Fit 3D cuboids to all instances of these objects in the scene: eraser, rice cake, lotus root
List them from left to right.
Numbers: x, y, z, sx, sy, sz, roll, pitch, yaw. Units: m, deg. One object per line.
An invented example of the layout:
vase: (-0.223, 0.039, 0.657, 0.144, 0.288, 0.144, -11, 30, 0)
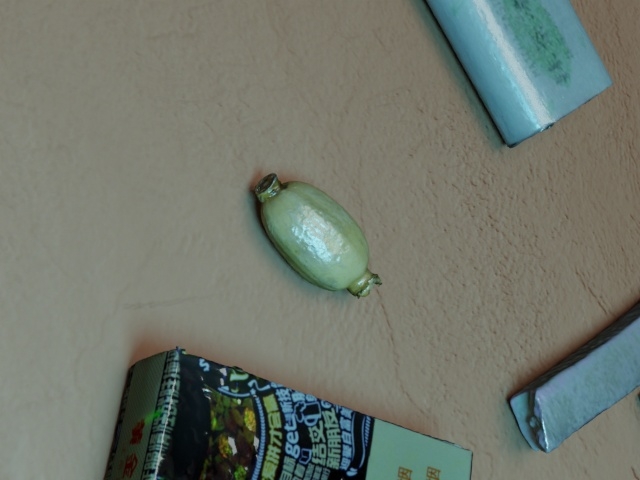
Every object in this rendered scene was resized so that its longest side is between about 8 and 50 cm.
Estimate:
lotus root: (0.000, 0.000, 1.074, 0.150, 0.062, 0.073, 44, 53, -14)
eraser: (0.211, -0.234, 1.312, 0.174, 0.081, 0.227, -32, 94, -40)
rice cake: (0.318, 0.127, 1.273, 0.365, 0.056, 0.072, -28, 91, -40)

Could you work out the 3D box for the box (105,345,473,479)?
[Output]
box: (-0.021, 0.229, 0.958, 0.310, 0.084, 0.198, 24, 61, -29)
